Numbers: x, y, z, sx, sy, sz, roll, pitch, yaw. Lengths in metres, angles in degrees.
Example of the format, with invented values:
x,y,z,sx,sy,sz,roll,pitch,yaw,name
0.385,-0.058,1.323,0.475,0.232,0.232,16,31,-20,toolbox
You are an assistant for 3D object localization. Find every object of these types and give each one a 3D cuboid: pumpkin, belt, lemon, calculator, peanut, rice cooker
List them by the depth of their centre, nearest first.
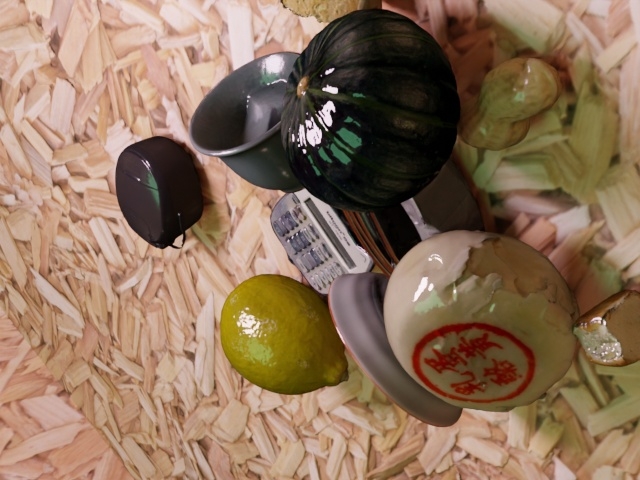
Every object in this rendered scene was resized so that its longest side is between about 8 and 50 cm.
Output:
x,y,z,sx,sy,sz,roll,pitch,yaw,name
0.218,-0.159,1.750,0.082,0.082,0.187,52,149,8,peanut
0.063,-0.154,1.802,0.250,0.216,0.250,-1,89,51,pumpkin
0.115,-0.048,1.993,0.184,0.105,0.261,-1,118,55,belt
0.000,0.000,2.285,0.177,0.040,0.268,57,152,-1,calculator
-0.060,0.153,2.390,0.248,0.184,0.184,37,146,28,lemon
-0.268,-0.080,2.531,0.142,0.118,0.203,34,144,33,rice cooker

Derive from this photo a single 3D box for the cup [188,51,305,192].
x,y,z,sx,sy,sz,roll,pitch,yaw,name
-0.062,-0.144,2.117,0.199,0.199,0.150,17,152,49,cup

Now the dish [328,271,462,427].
x,y,z,sx,sy,sz,roll,pitch,yaw,name
0.132,0.128,2.083,0.085,0.260,0.260,-42,81,22,dish

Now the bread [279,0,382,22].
x,y,z,sx,sy,sz,roll,pitch,yaw,name
0.019,-0.324,1.853,0.125,0.082,0.106,18,134,8,bread

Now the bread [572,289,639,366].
x,y,z,sx,sy,sz,roll,pitch,yaw,name
0.356,0.108,1.808,0.077,0.083,0.070,57,155,-3,bread

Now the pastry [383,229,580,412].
x,y,z,sx,sy,sz,roll,pitch,yaw,name
0.203,0.101,1.897,0.264,0.133,0.265,6,131,7,pastry
